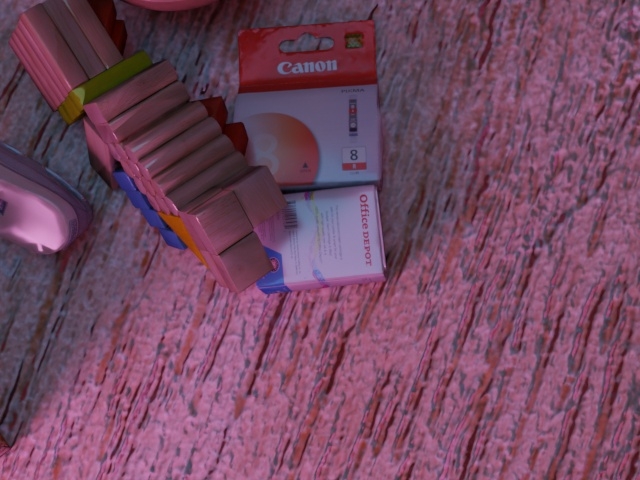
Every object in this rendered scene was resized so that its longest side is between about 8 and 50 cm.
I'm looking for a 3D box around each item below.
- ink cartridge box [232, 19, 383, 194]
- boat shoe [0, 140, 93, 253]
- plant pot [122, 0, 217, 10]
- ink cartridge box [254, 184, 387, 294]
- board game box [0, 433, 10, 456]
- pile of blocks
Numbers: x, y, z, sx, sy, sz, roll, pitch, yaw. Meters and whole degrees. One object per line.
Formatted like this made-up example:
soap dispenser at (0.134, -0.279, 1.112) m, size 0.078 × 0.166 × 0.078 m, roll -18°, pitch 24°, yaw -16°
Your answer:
ink cartridge box at (-0.013, -0.133, 1.126) m, size 0.146 × 0.045 × 0.179 m, roll -3°, pitch 81°, yaw 6°
boat shoe at (-0.328, -0.061, 1.137) m, size 0.228 × 0.081 × 0.079 m, roll 30°, pitch 110°, yaw 7°
plant pot at (-0.136, -0.328, 1.148) m, size 0.238 × 0.110 × 0.237 m, roll -1°, pitch 78°, yaw 7°
ink cartridge box at (0.000, 0.000, 1.092) m, size 0.123 × 0.052 × 0.088 m, roll -6°, pitch 78°, yaw 7°
board game box at (-0.383, 0.128, 1.067) m, size 0.045 × 0.147 × 0.193 m, roll -39°, pitch 76°, yaw -2°
pile of blocks at (-0.150, -0.103, 1.099) m, size 0.113 × 0.149 × 0.362 m, roll -35°, pitch 74°, yaw -22°
